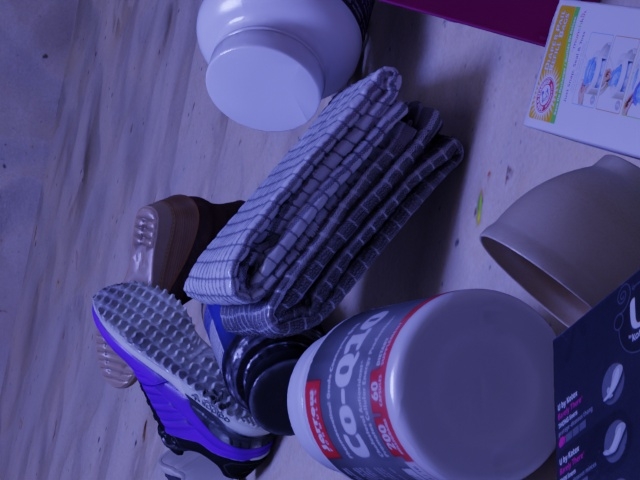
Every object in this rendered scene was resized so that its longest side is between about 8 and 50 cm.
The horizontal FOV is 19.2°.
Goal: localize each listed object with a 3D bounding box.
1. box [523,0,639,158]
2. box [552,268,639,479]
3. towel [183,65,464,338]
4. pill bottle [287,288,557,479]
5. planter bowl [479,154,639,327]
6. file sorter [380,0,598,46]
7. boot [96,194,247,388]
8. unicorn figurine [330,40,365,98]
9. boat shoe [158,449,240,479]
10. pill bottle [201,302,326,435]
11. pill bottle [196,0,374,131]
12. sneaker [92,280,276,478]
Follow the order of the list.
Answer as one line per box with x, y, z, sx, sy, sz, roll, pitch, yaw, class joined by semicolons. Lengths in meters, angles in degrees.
0.248;-0.107;1.366;0.203;0.114;0.103;-152;77;-68;box
0.243;0.165;1.120;0.143;0.165;0.270;131;147;-54;box
0.002;-0.027;1.887;0.284;0.121;0.235;-51;8;-10;towel
0.080;0.132;1.610;0.283;0.161;0.161;161;121;-68;pill bottle
0.210;0.007;1.369;0.109;0.162;0.162;-51;19;-5;planter bowl
0.094;-0.298;1.667;0.182;0.290;0.202;-157;80;-73;file sorter
-0.175;0.064;2.375;0.090;0.207;0.248;21;101;31;boot
0.016;-0.207;2.190;0.162;0.060;0.111;118;162;-79;unicorn figurine
-0.136;0.302;2.295;0.065;0.075;0.206;63;164;-19;boat shoe
-0.053;0.117;2.053;0.219;0.122;0.123;-119;45;-61;pill bottle
-0.029;-0.276;2.068;0.181;0.181;0.323;-54;16;48;pill bottle
-0.172;0.175;2.213;0.293;0.102;0.146;39;134;26;sneaker
